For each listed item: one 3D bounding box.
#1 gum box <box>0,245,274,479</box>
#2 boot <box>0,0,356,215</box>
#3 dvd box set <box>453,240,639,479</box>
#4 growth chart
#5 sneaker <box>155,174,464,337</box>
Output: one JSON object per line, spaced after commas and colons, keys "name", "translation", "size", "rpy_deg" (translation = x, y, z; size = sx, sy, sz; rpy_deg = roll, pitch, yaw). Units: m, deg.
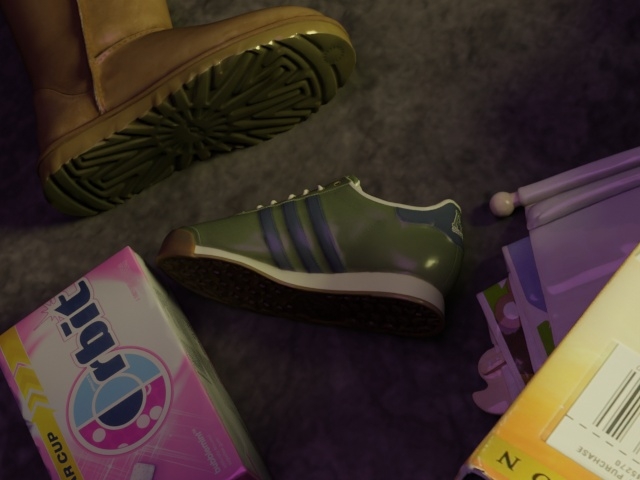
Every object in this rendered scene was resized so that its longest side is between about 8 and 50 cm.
{"name": "gum box", "translation": [-0.114, 0.103, 1.180], "size": [0.107, 0.062, 0.188], "rpy_deg": [-34, 57, 5]}
{"name": "boot", "translation": [-0.117, -0.176, 1.307], "size": [0.236, 0.089, 0.269], "rpy_deg": [-23, 57, 11]}
{"name": "dvd box set", "translation": [0.270, 0.065, 0.773], "size": [0.307, 0.062, 0.420], "rpy_deg": [32, 45, 13]}
{"name": "growth chart", "translation": [0.166, 0.051, 1.110], "size": [0.172, 0.021, 0.237], "rpy_deg": [-14, 61, 17]}
{"name": "sneaker", "translation": [0.000, 0.000, 1.187], "size": [0.192, 0.064, 0.086], "rpy_deg": [9, 62, 27]}
